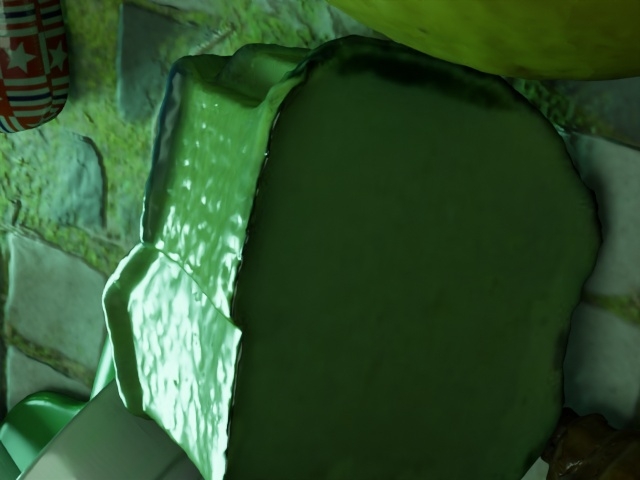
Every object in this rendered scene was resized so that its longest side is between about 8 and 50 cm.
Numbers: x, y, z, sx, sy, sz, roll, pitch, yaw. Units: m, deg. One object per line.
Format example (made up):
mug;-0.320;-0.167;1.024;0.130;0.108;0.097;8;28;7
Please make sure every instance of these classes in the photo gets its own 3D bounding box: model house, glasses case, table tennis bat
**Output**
model house;0.000;0.000;0.843;0.189;0.195;0.214;22;109;55
glasses case;-0.189;-0.153;0.963;0.073;0.049;0.195;-1;109;36
table tennis bat;-0.139;0.141;1.065;0.160;0.039;0.257;42;130;23

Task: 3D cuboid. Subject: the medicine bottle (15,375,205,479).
medicine bottle;-0.030;0.204;0.914;0.293;0.170;0.170;45;129;4

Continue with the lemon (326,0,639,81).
lemon;0.083;-0.182;0.629;0.284;0.260;0.261;45;134;44

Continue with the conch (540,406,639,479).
conch;0.172;0.167;0.819;0.233;0.086;0.080;50;130;10

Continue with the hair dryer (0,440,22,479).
hair dryer;-0.200;0.128;1.079;0.183;0.044;0.155;41;131;29
